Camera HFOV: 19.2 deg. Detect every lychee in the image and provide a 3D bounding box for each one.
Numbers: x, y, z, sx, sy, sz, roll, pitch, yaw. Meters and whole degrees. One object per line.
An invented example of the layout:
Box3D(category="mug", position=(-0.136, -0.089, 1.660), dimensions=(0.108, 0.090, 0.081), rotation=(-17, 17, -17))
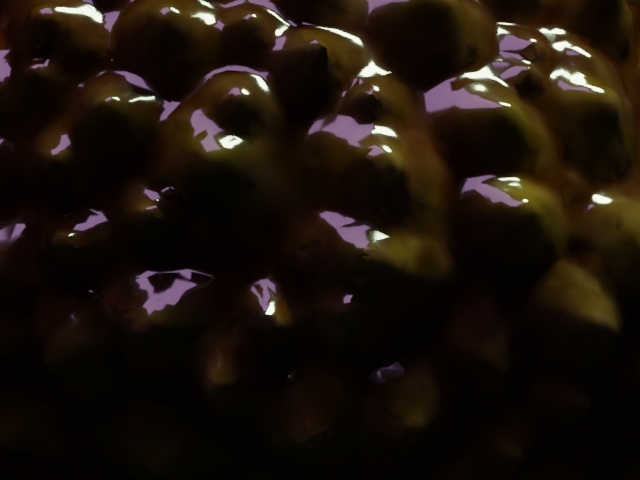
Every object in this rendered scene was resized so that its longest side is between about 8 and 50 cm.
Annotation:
Box3D(category="lychee", position=(0.000, 0.000, 0.461), dimensions=(0.268, 0.267, 0.267), rotation=(-14, 13, 3))
